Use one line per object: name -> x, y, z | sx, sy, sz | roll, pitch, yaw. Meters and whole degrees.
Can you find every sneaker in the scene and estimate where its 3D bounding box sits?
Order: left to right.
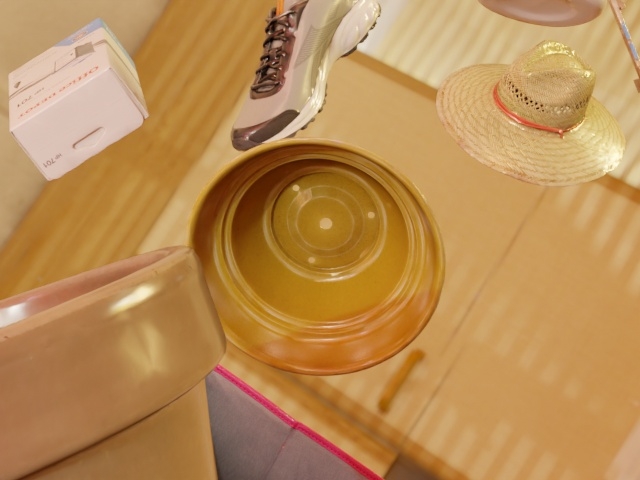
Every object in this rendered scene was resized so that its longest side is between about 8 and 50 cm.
sneaker -> -0.036, -0.211, 1.358 | 0.108, 0.100, 0.271 | 47, -122, -33

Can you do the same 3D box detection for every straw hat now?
straw hat -> 0.158, -0.106, 0.837 | 0.144, 0.144, 0.061 | -32, -27, -40

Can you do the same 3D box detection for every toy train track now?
toy train track -> 0.211, -0.121, 0.781 | 0.014, 0.083, 0.048 | -23, 2, 5

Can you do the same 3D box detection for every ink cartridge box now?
ink cartridge box -> -0.287, -0.169, 1.400 | 0.140, 0.190, 0.082 | -32, -61, 2

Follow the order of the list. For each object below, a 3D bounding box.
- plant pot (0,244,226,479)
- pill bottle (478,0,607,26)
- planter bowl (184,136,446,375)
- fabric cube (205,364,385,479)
plant pot -> -0.145, 0.150, 0.568 | 0.263, 0.263, 0.229 | -25, -82, -46
pill bottle -> 0.215, -0.312, 1.072 | 0.121, 0.121, 0.216 | 26, -105, -62
planter bowl -> 0.000, 0.000, 1.019 | 0.090, 0.217, 0.217 | -72, -2, -64
fabric cube -> -0.121, 0.316, 1.117 | 0.254, 0.259, 0.258 | -45, -14, -51
